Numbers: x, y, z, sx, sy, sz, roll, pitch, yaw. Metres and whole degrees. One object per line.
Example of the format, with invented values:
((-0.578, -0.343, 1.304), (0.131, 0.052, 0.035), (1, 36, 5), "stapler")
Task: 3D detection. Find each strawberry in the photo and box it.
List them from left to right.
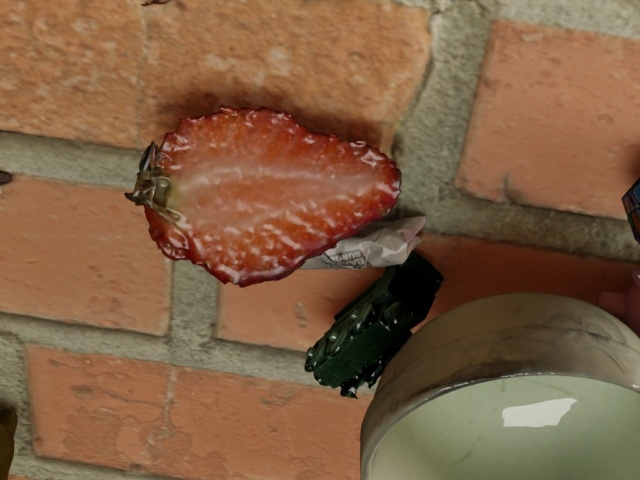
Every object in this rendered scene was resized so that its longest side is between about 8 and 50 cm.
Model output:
((-0.058, -0.046, 1.594), (0.236, 0.107, 0.175), (19, 102, -12), "strawberry")

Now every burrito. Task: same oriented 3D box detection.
((0.000, 0.001, 1.659), (0.203, 0.064, 0.064), (1, 139, 9), "burrito")

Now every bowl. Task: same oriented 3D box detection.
((0.189, 0.162, 1.627), (0.307, 0.163, 0.307), (-1, 135, -1), "bowl")

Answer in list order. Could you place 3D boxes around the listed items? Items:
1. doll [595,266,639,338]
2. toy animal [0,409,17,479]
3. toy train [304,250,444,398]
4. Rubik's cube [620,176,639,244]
((0.375, 0.098, 1.665), (0.211, 0.093, 0.262), (0, 136, 23), "doll")
((-0.520, 0.211, 1.936), (0.363, 0.180, 0.181), (39, 125, -21), "toy animal")
((0.050, 0.089, 1.717), (0.071, 0.111, 0.170), (37, 142, -9), "toy train")
((0.325, -0.031, 1.529), (0.111, 0.093, 0.111), (7, 142, 6), "Rubik's cube")
